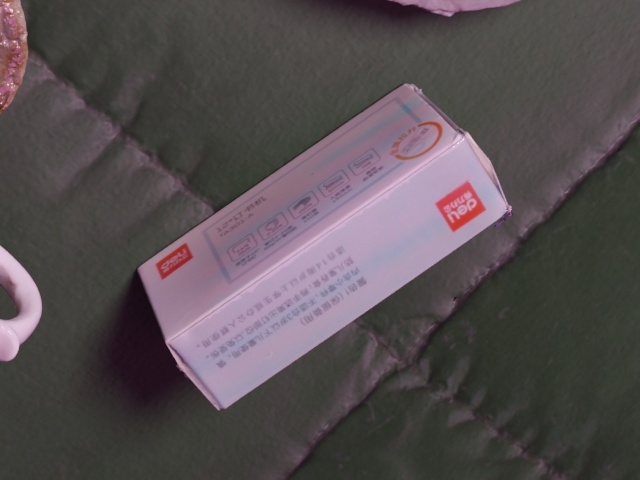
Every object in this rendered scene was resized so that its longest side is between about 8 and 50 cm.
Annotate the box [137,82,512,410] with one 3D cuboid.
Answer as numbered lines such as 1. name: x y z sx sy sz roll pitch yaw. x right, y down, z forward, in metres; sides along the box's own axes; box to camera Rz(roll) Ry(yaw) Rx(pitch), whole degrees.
1. box: 0.000 0.000 1.167 0.269 0.135 0.079 -35 119 0

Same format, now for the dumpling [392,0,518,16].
1. dumpling: 0.110 -0.283 1.082 0.293 0.163 0.204 -35 153 -1

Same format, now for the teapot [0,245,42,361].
1. teapot: -0.320 -0.019 1.042 0.298 0.139 0.204 21 115 -21

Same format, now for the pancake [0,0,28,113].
1. pancake: -0.271 -0.141 1.079 0.152 0.025 0.151 -6 115 -14
